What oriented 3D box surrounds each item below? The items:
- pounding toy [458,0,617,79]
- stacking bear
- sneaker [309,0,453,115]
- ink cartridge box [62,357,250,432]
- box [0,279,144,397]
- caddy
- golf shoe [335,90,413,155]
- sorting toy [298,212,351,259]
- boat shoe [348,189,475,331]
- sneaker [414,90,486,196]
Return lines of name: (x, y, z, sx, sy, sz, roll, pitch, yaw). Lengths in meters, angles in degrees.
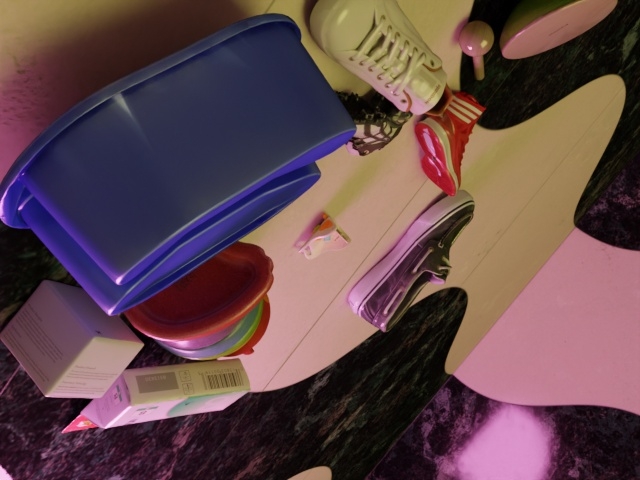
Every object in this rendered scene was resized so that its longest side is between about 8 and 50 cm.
pounding toy: (0.322, -0.361, 1.177, 0.236, 0.110, 0.183, -23, 172, 15)
stacking bear: (-0.140, 0.080, 0.992, 0.164, 0.175, 0.289, -46, 163, -9)
sneaker: (0.097, -0.231, 0.949, 0.106, 0.123, 0.290, -52, 154, 13)
ink cartridge box: (-0.230, 0.234, 1.051, 0.181, 0.056, 0.224, 1, 148, -41)
box: (-0.281, 0.113, 0.865, 0.087, 0.101, 0.102, -50, 157, 4)
caddy: (-0.134, -0.086, 0.732, 0.341, 0.179, 0.241, -35, 174, -27)
golf shoe: (0.054, -0.152, 1.049, 0.198, 0.077, 0.094, -11, 137, -50)
sorting toy: (0.000, 0.000, 1.226, 0.075, 0.045, 0.083, -41, 156, 3)
boat shoe: (0.208, 0.048, 1.530, 0.335, 0.119, 0.121, -47, 155, -2)
sneaker: (0.241, -0.169, 1.312, 0.128, 0.087, 0.221, -43, 156, -7)
